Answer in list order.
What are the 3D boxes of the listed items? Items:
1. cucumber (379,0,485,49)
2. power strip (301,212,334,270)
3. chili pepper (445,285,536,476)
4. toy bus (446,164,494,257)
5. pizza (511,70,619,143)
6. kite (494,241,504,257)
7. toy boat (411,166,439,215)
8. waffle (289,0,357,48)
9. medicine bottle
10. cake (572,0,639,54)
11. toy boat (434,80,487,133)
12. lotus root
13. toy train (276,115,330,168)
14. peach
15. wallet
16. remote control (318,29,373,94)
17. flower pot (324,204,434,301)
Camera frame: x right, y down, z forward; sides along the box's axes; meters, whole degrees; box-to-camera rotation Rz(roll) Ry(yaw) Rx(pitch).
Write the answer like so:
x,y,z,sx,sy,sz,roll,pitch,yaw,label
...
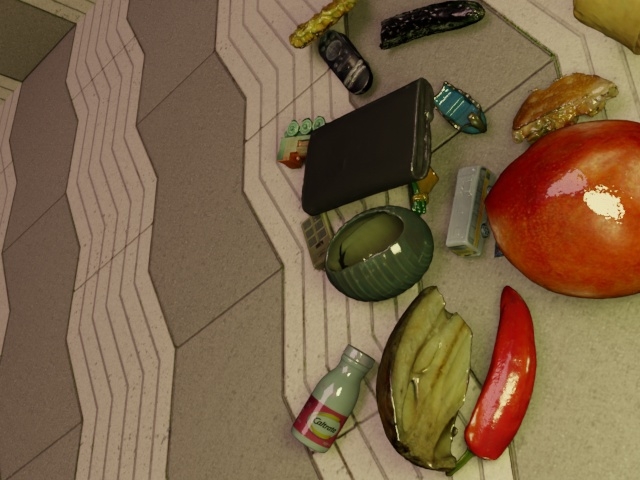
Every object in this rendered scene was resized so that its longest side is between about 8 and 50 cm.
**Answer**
x,y,z,sx,sy,sz,roll,pitch,yaw,label
0.265,-0.526,2.055,0.303,0.072,0.081,-6,72,43,cucumber
0.000,0.000,2.032,0.076,0.028,0.169,-39,44,21,power strip
0.322,0.252,1.515,0.368,0.092,0.137,-66,13,-15,chili pepper
0.300,-0.061,1.725,0.064,0.075,0.191,-9,61,43,toy bus
0.480,-0.263,1.680,0.226,0.069,0.147,-25,28,29,pizza
0.368,-0.001,1.673,0.090,0.004,0.122,-47,41,15,kite
0.195,-0.147,1.875,0.088,0.089,0.229,-35,45,6,toy boat
0.013,-0.606,2.314,0.237,0.059,0.243,-37,16,15,waffle
0.029,0.321,1.753,0.090,0.090,0.217,30,89,50,medicine bottle
0.650,-0.449,1.473,0.321,0.332,0.332,35,93,20,cake
0.302,-0.285,1.861,0.075,0.077,0.185,-47,41,12,toy boat
0.173,0.252,1.551,0.142,0.210,0.314,-28,30,50,lotus root
-0.026,-0.249,2.189,0.176,0.074,0.118,1,77,41,toy train
0.436,-0.048,1.396,0.332,0.308,0.308,-1,61,12,peach
0.098,-0.199,1.924,0.406,0.062,0.228,-15,62,53,wallet
0.076,-0.458,2.226,0.090,0.066,0.266,-55,42,25,remote control
0.123,0.030,1.787,0.243,0.157,0.189,-28,47,33,flower pot
